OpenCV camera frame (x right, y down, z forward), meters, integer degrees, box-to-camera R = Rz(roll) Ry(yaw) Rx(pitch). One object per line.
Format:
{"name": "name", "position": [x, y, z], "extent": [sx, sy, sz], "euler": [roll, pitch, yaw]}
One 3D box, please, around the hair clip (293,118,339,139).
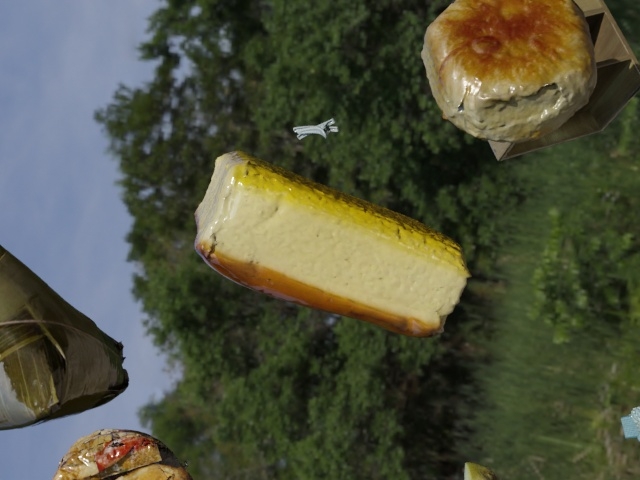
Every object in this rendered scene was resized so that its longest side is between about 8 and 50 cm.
{"name": "hair clip", "position": [-0.016, -0.232, 2.009], "extent": [0.039, 0.115, 0.030], "euler": [-41, -65, -37]}

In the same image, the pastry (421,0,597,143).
{"name": "pastry", "position": [0.209, -0.195, 1.028], "extent": [0.093, 0.182, 0.192], "euler": [73, -177, -51]}

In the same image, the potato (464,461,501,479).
{"name": "potato", "position": [0.269, 0.434, 1.455], "extent": [0.120, 0.081, 0.149], "euler": [-124, 36, -74]}

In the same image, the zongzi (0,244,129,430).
{"name": "zongzi", "position": [-0.390, 0.087, 1.274], "extent": [0.289, 0.154, 0.317], "euler": [14, -122, -79]}

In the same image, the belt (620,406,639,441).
{"name": "belt", "position": [0.573, 0.325, 1.660], "extent": [0.179, 0.100, 0.065], "euler": [119, 140, -70]}

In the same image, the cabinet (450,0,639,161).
{"name": "cabinet", "position": [0.292, -0.252, 1.273], "extent": [0.148, 0.175, 0.215], "euler": [114, 136, -65]}

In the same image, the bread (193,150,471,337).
{"name": "bread", "position": [0.000, 0.000, 1.245], "extent": [0.323, 0.333, 0.143], "euler": [-121, 52, -80]}

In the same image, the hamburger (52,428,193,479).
{"name": "hamburger", "position": [-0.299, 0.392, 1.435], "extent": [0.107, 0.231, 0.231], "euler": [-164, 84, -78]}
